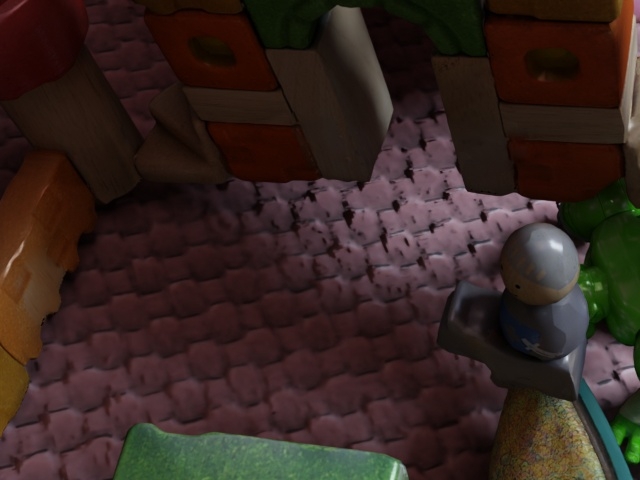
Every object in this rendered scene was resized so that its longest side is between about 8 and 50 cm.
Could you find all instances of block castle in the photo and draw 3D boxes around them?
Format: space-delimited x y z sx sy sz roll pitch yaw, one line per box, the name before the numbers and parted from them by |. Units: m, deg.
block castle | 0.000 0.000 0.437 0.453 0.213 0.303 5 59 21

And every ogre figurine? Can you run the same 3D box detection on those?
ogre figurine | 0.165 0.033 0.572 0.097 0.118 0.197 -3 59 17

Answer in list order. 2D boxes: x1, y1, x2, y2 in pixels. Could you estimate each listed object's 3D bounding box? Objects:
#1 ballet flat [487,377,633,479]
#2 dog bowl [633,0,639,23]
ballet flat | 0.123 0.212 0.470 0.123 0.123 0.348 -13 61 -16
dog bowl | 0.080 -0.248 0.637 0.408 0.150 0.408 12 25 -6
